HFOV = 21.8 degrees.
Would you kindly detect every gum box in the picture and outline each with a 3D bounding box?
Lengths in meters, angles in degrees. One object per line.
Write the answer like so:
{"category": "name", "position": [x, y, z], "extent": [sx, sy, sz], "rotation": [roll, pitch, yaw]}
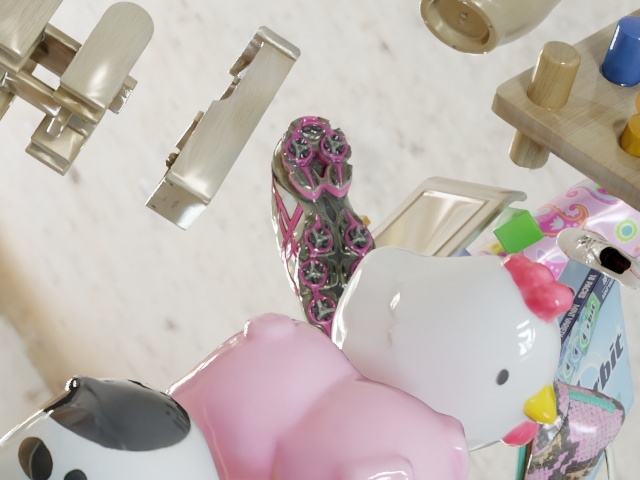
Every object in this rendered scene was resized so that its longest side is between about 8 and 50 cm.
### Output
{"category": "gum box", "position": [0.229, 0.125, 1.486], "extent": [0.041, 0.157, 0.184], "rotation": [10, 133, 29]}

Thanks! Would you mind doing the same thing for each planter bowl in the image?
{"category": "planter bowl", "position": [0.174, -0.271, 1.805], "extent": [0.162, 0.109, 0.162], "rotation": [26, 153, 14]}

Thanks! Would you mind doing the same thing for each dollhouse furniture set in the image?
{"category": "dollhouse furniture set", "position": [-0.168, -0.148, 1.419], "extent": [0.242, 0.161, 0.212], "rotation": [33, 160, -7]}

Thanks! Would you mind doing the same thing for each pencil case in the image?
{"category": "pencil case", "position": [0.293, 0.006, 1.935], "extent": [0.124, 0.284, 0.124], "rotation": [59, 175, 9]}

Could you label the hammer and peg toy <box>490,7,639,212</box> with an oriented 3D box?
{"category": "hammer and peg toy", "position": [0.353, -0.128, 1.515], "extent": [0.266, 0.361, 0.127], "rotation": [37, 137, 25]}

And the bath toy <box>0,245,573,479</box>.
{"category": "bath toy", "position": [-0.007, 0.093, 0.690], "extent": [0.129, 0.348, 0.151], "rotation": [-29, 88, 46]}

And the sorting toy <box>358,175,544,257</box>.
{"category": "sorting toy", "position": [0.095, 0.013, 1.627], "extent": [0.047, 0.196, 0.348], "rotation": [55, 166, -19]}

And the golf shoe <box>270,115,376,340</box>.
{"category": "golf shoe", "position": [0.000, 0.000, 1.308], "extent": [0.086, 0.067, 0.186], "rotation": [125, 141, -61]}

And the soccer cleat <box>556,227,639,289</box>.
{"category": "soccer cleat", "position": [0.210, 0.009, 1.251], "extent": [0.083, 0.029, 0.035], "rotation": [35, 177, 37]}

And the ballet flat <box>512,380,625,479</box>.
{"category": "ballet flat", "position": [0.146, 0.176, 1.049], "extent": [0.079, 0.077, 0.221], "rotation": [11, 131, 2]}
